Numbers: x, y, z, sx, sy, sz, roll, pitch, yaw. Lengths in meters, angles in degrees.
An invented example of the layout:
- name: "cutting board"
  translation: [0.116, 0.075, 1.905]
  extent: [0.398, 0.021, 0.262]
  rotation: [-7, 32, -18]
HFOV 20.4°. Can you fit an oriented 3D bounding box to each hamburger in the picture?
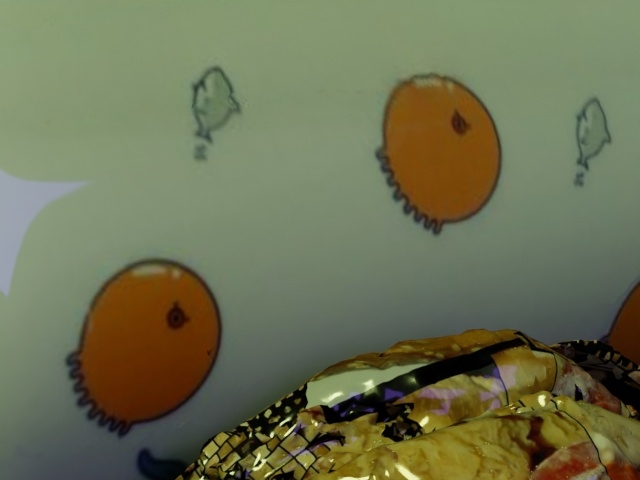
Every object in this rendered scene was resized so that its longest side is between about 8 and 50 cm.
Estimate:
- name: "hamburger"
  translation: [0.028, 0.125, 0.490]
  extent: [0.231, 0.231, 0.107]
  rotation: [12, 30, -39]

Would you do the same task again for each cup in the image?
- name: "cup"
  translation: [-0.048, -0.007, 0.550]
  extent: [0.317, 0.212, 0.212]
  rotation: [-9, 81, -37]
